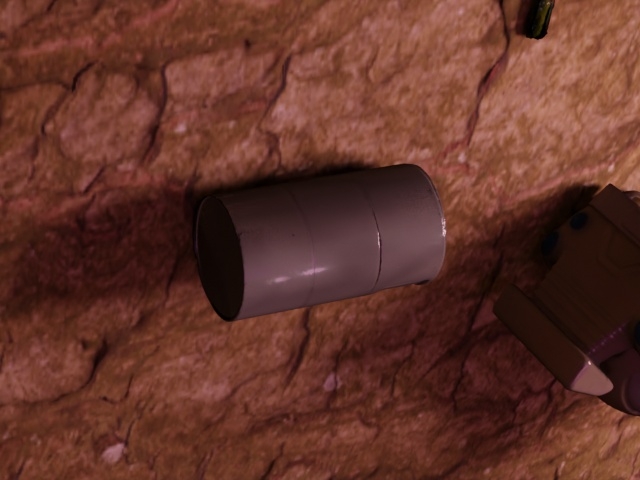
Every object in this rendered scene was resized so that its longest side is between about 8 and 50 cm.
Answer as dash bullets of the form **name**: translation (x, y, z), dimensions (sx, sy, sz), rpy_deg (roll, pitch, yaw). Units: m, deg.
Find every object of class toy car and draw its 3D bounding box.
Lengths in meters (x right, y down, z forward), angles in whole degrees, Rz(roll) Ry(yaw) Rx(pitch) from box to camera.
- **toy car**: translation (0.385, 0.121, 1.803), dimensions (0.226, 0.242, 0.336), rpy_deg (-43, 133, 1)

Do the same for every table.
- **table**: translation (0.000, 0.000, 1.559), dimensions (0.220, 0.126, 0.126), rpy_deg (-10, 128, -25)

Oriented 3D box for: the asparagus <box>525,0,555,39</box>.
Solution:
- **asparagus**: translation (0.239, -0.301, 1.550), dimensions (0.022, 0.023, 0.233), rpy_deg (-54, 160, -56)
